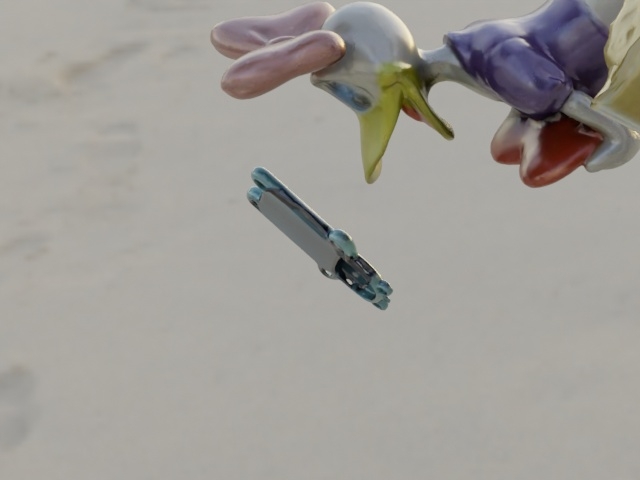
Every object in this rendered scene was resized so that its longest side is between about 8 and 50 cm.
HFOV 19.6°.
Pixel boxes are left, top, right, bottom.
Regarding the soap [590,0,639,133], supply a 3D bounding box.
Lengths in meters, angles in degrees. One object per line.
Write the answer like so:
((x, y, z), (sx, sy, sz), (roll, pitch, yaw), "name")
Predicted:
((0.318, -0.136, 0.875), (0.335, 0.293, 0.156), (27, -22, -15), "soap")

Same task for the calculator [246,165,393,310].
((0.000, 0.000, 1.392), (0.019, 0.141, 0.094), (-46, -6, -16), "calculator")

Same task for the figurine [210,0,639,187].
((0.143, -0.136, 1.256), (0.421, 0.193, 0.154), (-17, 20, -1), "figurine")
